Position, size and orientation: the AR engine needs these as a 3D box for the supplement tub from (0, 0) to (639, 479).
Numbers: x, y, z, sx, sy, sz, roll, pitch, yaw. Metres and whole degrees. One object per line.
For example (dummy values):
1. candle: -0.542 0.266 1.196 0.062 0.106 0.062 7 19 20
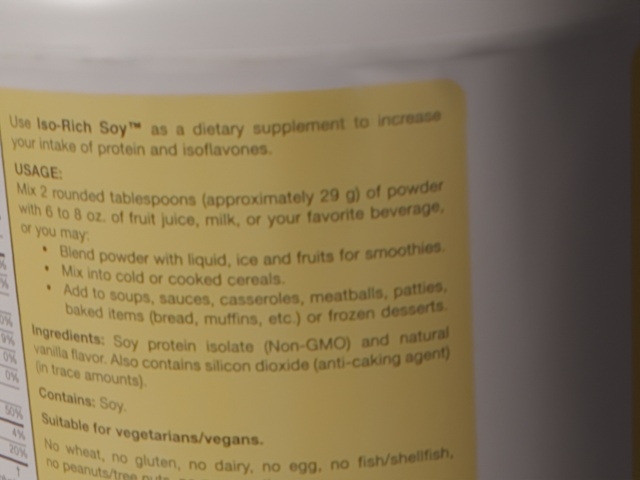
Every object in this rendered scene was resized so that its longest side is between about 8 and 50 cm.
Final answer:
1. supplement tub: 0.000 0.000 0.528 0.241 0.241 0.331 -11 108 -26
